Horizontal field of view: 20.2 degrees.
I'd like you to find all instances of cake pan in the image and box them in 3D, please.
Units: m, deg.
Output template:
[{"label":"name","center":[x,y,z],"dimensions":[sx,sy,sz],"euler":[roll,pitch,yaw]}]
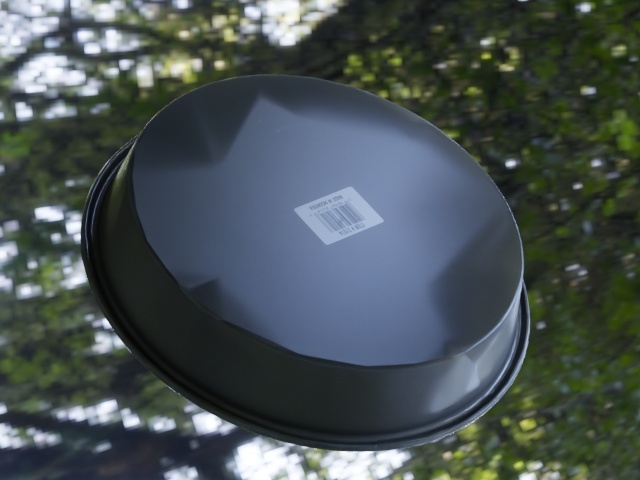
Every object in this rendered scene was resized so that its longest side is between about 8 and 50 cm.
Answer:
[{"label":"cake pan","center":[0.000,0.000,1.118],"dimensions":[0.293,0.293,0.054],"euler":[44,-43,22]}]
